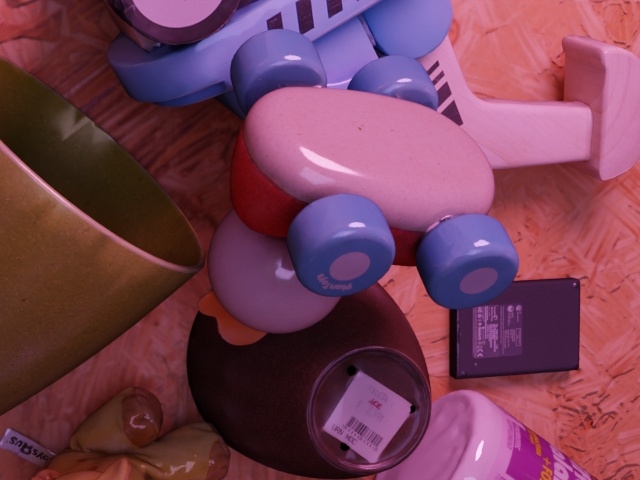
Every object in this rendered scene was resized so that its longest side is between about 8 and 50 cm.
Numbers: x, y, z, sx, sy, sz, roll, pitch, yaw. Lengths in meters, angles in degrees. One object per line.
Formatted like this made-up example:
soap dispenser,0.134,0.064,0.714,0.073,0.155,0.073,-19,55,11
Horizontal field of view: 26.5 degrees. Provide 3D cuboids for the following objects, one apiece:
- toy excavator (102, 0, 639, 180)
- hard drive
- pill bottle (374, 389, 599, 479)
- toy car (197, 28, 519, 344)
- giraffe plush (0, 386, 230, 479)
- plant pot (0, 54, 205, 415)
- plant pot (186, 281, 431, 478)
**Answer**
toy excavator,0.051,-0.175,1.214,0.433,0.222,0.445,-32,117,-9
hard drive,0.196,0.087,1.360,0.135,0.022,0.094,-2,97,-16
pill bottle,0.209,0.290,1.311,0.301,0.169,0.169,37,86,-17
toy car,0.000,0.000,1.071,0.210,0.219,0.238,7,134,-30
giraffe plush,-0.187,0.229,1.175,0.210,0.170,0.181,13,97,-8
plant pot,-0.293,0.034,1.108,0.275,0.275,0.293,40,99,-16
plant pot,0.008,0.126,1.202,0.215,0.230,0.215,-2,98,-16
